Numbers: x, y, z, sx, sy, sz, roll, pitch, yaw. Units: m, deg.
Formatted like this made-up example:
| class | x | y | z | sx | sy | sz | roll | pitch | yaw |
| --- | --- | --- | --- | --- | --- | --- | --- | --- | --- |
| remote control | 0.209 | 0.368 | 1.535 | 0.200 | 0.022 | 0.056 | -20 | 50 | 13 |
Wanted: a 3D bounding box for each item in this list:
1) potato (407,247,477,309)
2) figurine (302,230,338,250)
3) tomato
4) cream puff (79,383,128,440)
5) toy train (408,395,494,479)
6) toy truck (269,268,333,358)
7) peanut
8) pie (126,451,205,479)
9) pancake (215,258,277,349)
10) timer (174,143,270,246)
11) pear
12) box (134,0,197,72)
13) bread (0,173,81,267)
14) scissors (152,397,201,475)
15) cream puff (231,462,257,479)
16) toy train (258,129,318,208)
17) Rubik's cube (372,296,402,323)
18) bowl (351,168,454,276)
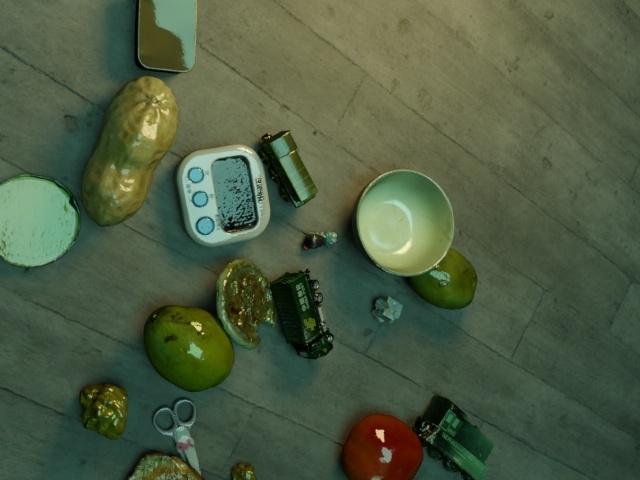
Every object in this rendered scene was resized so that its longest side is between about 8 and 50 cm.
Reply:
| class | x | y | z | sx | sy | sz | roll | pitch | yaw |
| --- | --- | --- | --- | --- | --- | --- | --- | --- | --- |
| potato | 0.381 | 0.114 | 2.112 | 0.253 | 0.148 | 0.187 | 18 | 92 | -26 |
| figurine | 0.000 | 0.000 | 1.983 | 0.105 | 0.047 | 0.060 | -7 | 135 | -31 |
| tomato | 0.192 | 0.657 | 2.077 | 0.259 | 0.180 | 0.260 | -4 | 101 | -24 |
| cream puff | -0.552 | 0.429 | 1.732 | 0.116 | 0.146 | 0.146 | 12 | 91 | -24 |
| toy train | 0.437 | 0.649 | 2.213 | 0.330 | 0.138 | 0.178 | 42 | 74 | -24 |
| toy truck | -0.046 | 0.215 | 1.945 | 0.121 | 0.088 | 0.259 | -30 | 110 | -46 |
| peanut | -0.461 | -0.213 | 1.663 | 0.169 | 0.192 | 0.388 | 22 | 87 | -32 |
| pie | -0.430 | 0.732 | 1.849 | 0.308 | 0.085 | 0.309 | -5 | 102 | -24 |
| pancake | -0.196 | 0.166 | 1.839 | 0.253 | 0.037 | 0.254 | 28 | 56 | -53 |
| timer | -0.261 | -0.119 | 1.824 | 0.236 | 0.087 | 0.262 | -13 | 102 | -22 |
| pear | -0.340 | 0.274 | 1.768 | 0.269 | 0.212 | 0.212 | 43 | 78 | -30 |
| box | -0.392 | -0.522 | 1.712 | 0.144 | 0.090 | 0.201 | -1 | 97 | -25 |
| bread | -0.702 | -0.049 | 1.661 | 0.228 | 0.033 | 0.229 | -4 | 99 | -26 |
| scissors | -0.377 | 0.557 | 1.884 | 0.118 | 0.030 | 0.242 | -19 | 104 | -18 |
| cream puff | -0.217 | 0.683 | 1.957 | 0.083 | 0.058 | 0.083 | 26 | 87 | -23 |
| toy train | -0.086 | -0.192 | 1.867 | 0.090 | 0.137 | 0.226 | -35 | 108 | -16 |
| Rubik's cube | 0.198 | 0.215 | 2.079 | 0.084 | 0.075 | 0.073 | 24 | 70 | -11 |
| bowl | 0.224 | -0.047 | 1.996 | 0.306 | 0.163 | 0.308 | 1 | 87 | -16 |
